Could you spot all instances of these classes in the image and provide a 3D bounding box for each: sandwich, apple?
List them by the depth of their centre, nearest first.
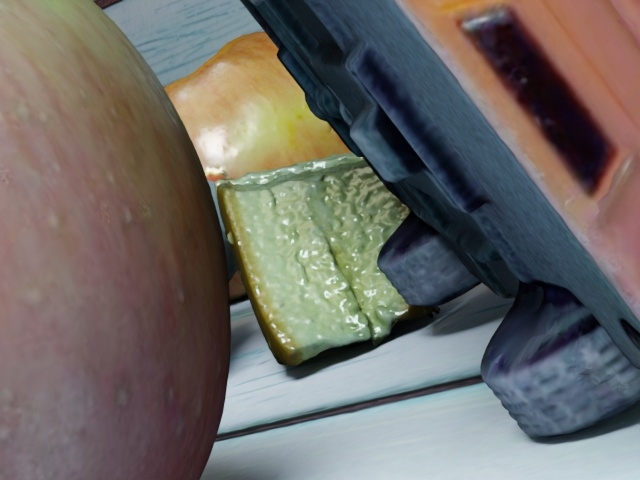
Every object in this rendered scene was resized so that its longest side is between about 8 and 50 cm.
[{"bbox_3d":[-0.170,0.023,0.547,0.306,0.235,0.306,-22,6,2],"label":"apple"},{"bbox_3d":[0.000,0.000,0.907,0.090,0.088,0.244,-18,4,-3],"label":"sandwich"},{"bbox_3d":[-0.057,-0.049,1.243,0.209,0.164,0.209,-24,4,2],"label":"apple"}]

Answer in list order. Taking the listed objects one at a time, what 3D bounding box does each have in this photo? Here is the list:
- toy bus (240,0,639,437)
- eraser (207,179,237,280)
[{"bbox_3d":[0.082,-0.102,0.627,0.233,0.203,0.427,-38,9,1],"label":"toy bus"},{"bbox_3d":[-0.126,0.039,0.973,0.174,0.081,0.227,-36,5,8],"label":"eraser"}]
